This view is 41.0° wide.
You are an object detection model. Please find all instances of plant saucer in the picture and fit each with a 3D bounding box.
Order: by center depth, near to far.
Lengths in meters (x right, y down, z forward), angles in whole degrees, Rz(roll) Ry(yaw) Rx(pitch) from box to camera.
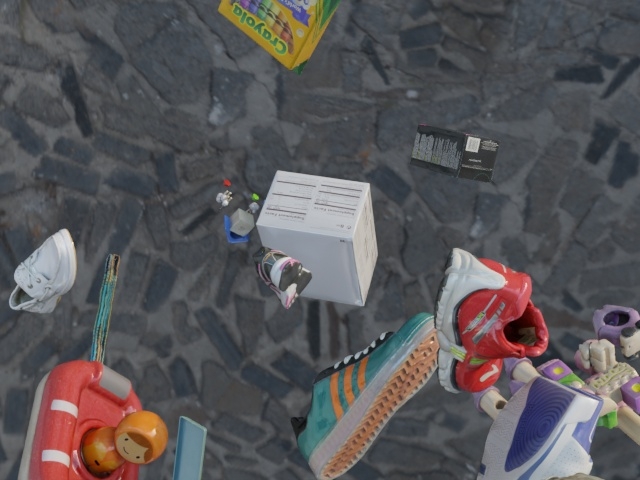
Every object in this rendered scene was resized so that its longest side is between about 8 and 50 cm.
[{"bbox_3d":[-0.260,0.440,1.699,0.018,0.067,0.192,-22,127,-53],"label":"plant saucer"}]

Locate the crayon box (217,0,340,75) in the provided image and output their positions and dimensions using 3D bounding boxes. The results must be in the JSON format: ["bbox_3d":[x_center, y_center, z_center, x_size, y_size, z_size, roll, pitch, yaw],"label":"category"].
[{"bbox_3d":[-0.073,-0.489,1.693,0.203,0.083,0.323,40,135,6],"label":"crayon box"}]

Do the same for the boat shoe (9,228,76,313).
[{"bbox_3d":[-0.566,0.074,1.725,0.096,0.098,0.277,-6,150,-36],"label":"boat shoe"}]

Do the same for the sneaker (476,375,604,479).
[{"bbox_3d":[0.295,0.341,1.096,0.182,0.127,0.315,23,93,-18],"label":"sneaker"}]

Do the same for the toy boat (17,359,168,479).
[{"bbox_3d":[-0.240,0.239,0.975,0.151,0.231,0.151,-23,137,23],"label":"toy boat"}]

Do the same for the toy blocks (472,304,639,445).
[{"bbox_3d":[0.427,0.260,1.577,0.289,0.260,0.309,-26,123,-12],"label":"toy blocks"}]

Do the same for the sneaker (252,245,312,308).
[{"bbox_3d":[-0.066,0.050,1.401,0.072,0.077,0.178,-49,163,-15],"label":"sneaker"}]

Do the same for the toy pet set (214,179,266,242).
[{"bbox_3d":[-0.170,-0.050,1.814,0.122,0.114,0.065,27,125,-32],"label":"toy pet set"}]

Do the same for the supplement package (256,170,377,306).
[{"bbox_3d":[0.000,0.000,1.812,0.204,0.145,0.262,9,146,14],"label":"supplement package"}]

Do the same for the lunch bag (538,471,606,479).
[{"bbox_3d":[0.248,0.343,0.772,0.235,0.287,0.169,2,138,-44],"label":"lunch bag"}]

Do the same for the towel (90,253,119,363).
[{"bbox_3d":[-0.492,0.248,1.881,0.040,0.370,0.271,10,137,-13],"label":"towel"}]

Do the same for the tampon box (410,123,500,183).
[{"bbox_3d":[0.311,-0.203,1.982,0.120,0.161,0.101,4,103,-38],"label":"tampon box"}]

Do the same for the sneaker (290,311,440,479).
[{"bbox_3d":[0.058,0.203,1.237,0.108,0.121,0.302,17,115,-51],"label":"sneaker"}]

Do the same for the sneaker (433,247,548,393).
[{"bbox_3d":[0.198,0.113,0.976,0.279,0.118,0.107,66,41,-59],"label":"sneaker"}]
